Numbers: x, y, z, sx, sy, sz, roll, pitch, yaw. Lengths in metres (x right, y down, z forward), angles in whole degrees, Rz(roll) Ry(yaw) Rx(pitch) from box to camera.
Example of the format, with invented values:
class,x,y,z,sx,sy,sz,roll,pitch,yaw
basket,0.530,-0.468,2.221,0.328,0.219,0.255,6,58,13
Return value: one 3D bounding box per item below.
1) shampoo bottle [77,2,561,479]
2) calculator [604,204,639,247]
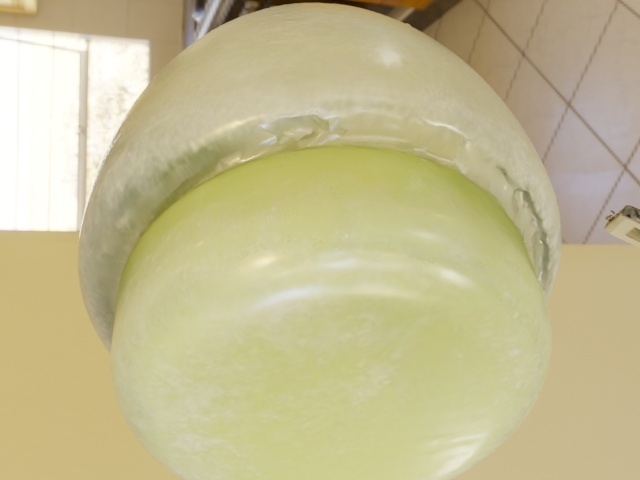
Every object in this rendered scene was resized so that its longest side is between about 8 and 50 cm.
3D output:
class,x,y,z,sx,sy,sz,roll,pitch,yaw
shampoo bottle,0.000,0.000,0.542,0.317,0.323,0.322,-93,15,-49
calculator,0.423,0.032,0.783,0.021,0.262,0.161,-62,-16,2
